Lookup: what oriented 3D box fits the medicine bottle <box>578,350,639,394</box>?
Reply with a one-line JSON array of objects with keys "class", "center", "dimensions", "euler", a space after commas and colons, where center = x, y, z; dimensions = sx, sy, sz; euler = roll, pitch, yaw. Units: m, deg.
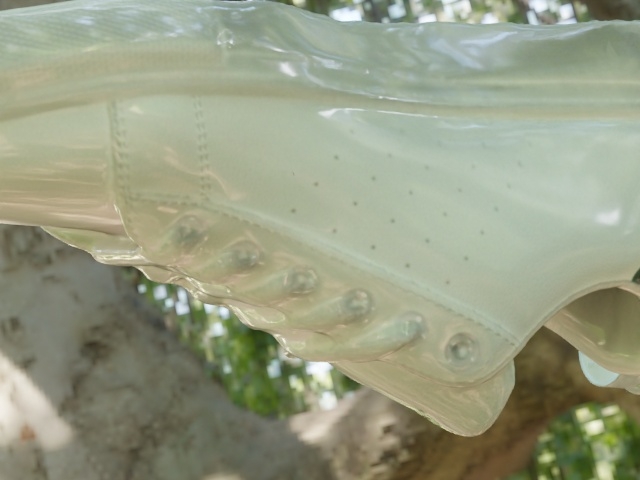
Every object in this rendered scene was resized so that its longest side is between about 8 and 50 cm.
[{"class": "medicine bottle", "center": [0.181, 0.059, 0.826], "dimensions": [0.083, 0.047, 0.047], "euler": [4, -22, -29]}]

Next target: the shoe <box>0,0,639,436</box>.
[{"class": "shoe", "center": [0.000, 0.000, 0.595], "dimensions": [0.363, 0.160, 0.132], "euler": [-3, -8, -29]}]
